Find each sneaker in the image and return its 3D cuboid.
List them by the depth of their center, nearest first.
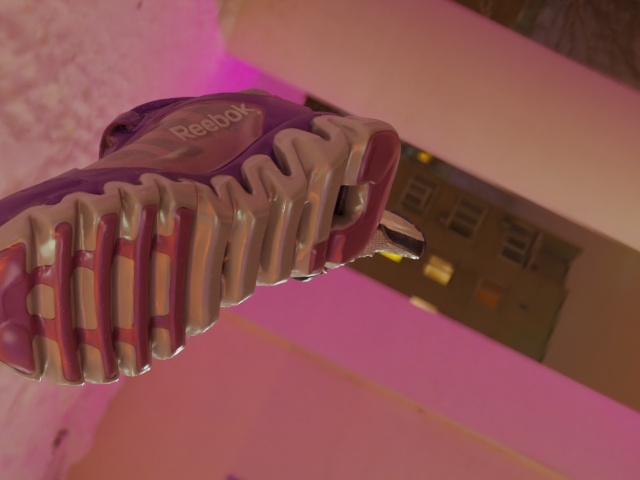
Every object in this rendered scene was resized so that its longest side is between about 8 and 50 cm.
[{"bbox_3d":[-0.072,-0.017,0.507,0.236,0.105,0.095,-23,138,-45],"label":"sneaker"},{"bbox_3d":[0.000,0.000,0.712,0.052,0.135,0.058,173,-71,-77],"label":"sneaker"}]
